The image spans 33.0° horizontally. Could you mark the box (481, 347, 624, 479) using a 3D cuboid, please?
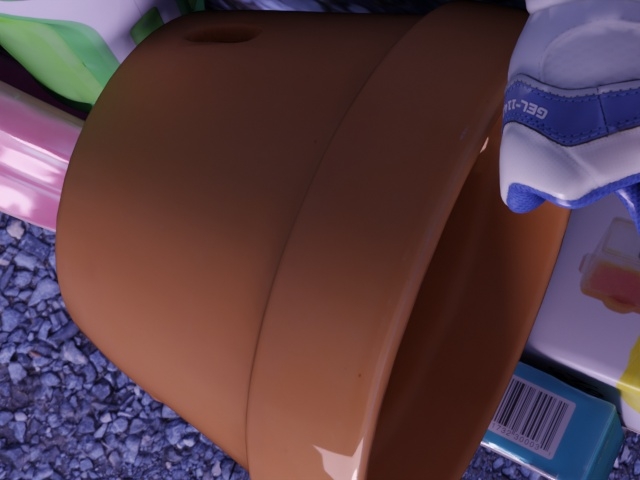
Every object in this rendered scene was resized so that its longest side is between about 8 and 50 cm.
[{"bbox_3d":[0.161,0.137,0.783,0.100,0.060,0.244,24,174,21],"label":"box"}]

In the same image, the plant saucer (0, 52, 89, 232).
[{"bbox_3d":[-0.235,-0.085,0.810,0.332,0.084,0.332,26,-176,-2],"label":"plant saucer"}]

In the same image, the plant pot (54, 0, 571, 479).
[{"bbox_3d":[0.000,0.000,0.581,0.203,0.291,0.291,21,175,22],"label":"plant pot"}]

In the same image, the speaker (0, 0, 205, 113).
[{"bbox_3d":[-0.133,-0.150,0.582,0.131,0.131,0.296,23,176,1],"label":"speaker"}]

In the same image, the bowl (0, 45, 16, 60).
[{"bbox_3d":[-0.387,-0.248,1.001,0.391,0.077,0.391,23,175,2],"label":"bowl"}]

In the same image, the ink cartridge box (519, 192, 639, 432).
[{"bbox_3d":[0.308,0.078,0.748,0.385,0.160,0.279,21,172,32],"label":"ink cartridge box"}]

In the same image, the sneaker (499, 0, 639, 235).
[{"bbox_3d":[0.200,-0.016,0.450,0.296,0.131,0.112,23,174,-14],"label":"sneaker"}]
